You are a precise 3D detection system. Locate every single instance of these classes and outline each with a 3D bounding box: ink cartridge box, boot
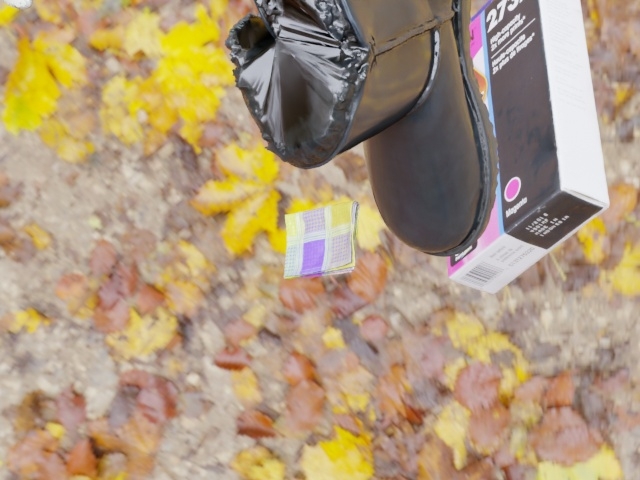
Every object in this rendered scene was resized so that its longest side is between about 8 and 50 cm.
[{"bbox_3d":[0.191,-0.146,1.351,0.069,0.176,0.370,20,51,-23],"label":"ink cartridge box"},{"bbox_3d":[0.028,-0.078,0.842,0.094,0.207,0.246,6,113,29],"label":"boot"}]

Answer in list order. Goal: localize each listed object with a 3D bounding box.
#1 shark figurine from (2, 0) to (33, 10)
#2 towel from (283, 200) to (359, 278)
[{"bbox_3d":[-0.361,-0.399,1.573,0.116,0.166,0.278,-9,95,-33],"label":"shark figurine"},{"bbox_3d":[0.000,0.000,1.119,0.083,0.009,0.060,-9,72,42],"label":"towel"}]
